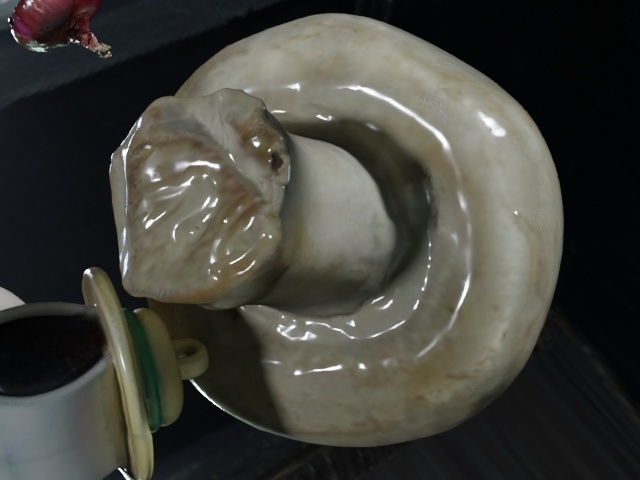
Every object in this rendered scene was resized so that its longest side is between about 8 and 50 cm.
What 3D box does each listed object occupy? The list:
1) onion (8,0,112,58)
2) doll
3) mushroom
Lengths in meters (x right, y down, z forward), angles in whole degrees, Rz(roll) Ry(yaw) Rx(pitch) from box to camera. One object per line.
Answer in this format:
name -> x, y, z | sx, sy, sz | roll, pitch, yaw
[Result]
onion -> -0.321, -0.290, 1.314 | 0.150, 0.140, 0.150 | -53, 3, 4
doll -> -0.208, 0.120, 0.564 | 0.271, 0.208, 0.144 | -50, -38, -54
mushroom -> 0.000, 0.000, 0.642 | 0.297, 0.297, 0.290 | -49, -14, 18
